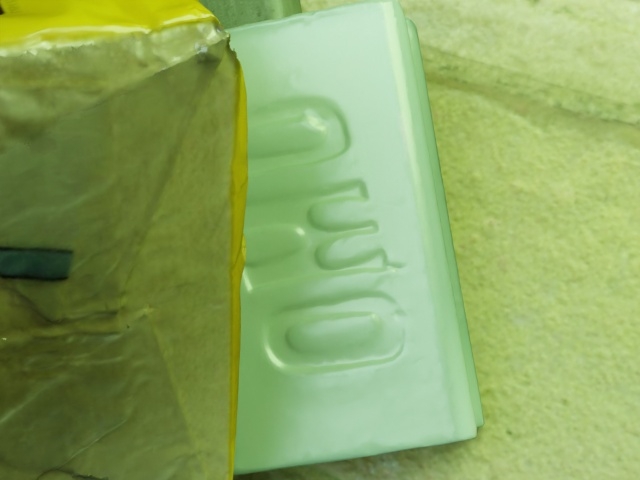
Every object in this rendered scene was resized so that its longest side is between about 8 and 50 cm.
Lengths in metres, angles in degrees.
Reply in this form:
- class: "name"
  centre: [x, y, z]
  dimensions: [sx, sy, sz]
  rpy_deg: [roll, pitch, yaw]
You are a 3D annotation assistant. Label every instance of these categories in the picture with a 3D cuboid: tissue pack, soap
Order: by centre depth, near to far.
- class: "tissue pack"
  centre: [-0.199, -0.046, 0.743]
  dimensions: [0.382, 0.228, 0.293]
  rpy_deg: [-130, 37, -54]
- class: "soap"
  centre: [0.000, 0.000, 0.800]
  dimensions: [0.159, 0.087, 0.266]
  rpy_deg: [-10, 87, 10]

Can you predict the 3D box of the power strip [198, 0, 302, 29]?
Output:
- class: "power strip"
  centre: [-0.050, -0.088, 0.907]
  dimensions: [0.093, 0.053, 0.288]
  rpy_deg: [-15, 72, 18]
